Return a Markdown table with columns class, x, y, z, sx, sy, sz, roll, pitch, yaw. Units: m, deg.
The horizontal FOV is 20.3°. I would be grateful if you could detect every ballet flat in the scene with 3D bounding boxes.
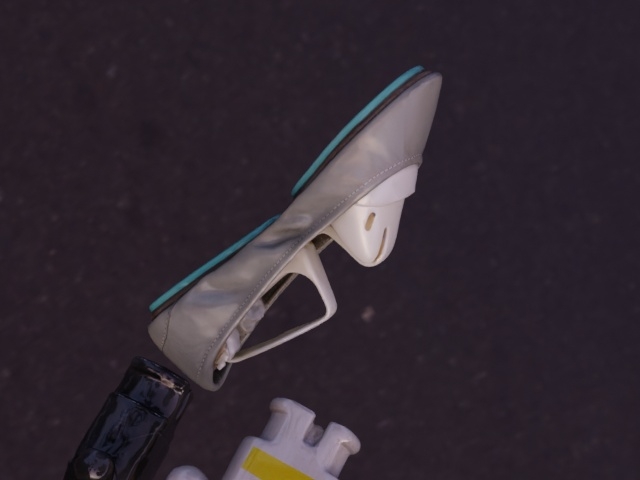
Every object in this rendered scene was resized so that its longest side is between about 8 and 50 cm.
| class | x | y | z | sx | sy | sz | roll | pitch | yaw |
| --- | --- | --- | --- | --- | --- | --- | --- | --- | --- |
| ballet flat | 0.000 | 0.000 | 0.929 | 0.068 | 0.213 | 0.072 | 50 | 19 | 7 |

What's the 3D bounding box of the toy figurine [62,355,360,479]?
| class | x | y | z | sx | sy | sz | roll | pitch | yaw |
| --- | --- | --- | --- | --- | --- | --- | --- | --- | --- |
| toy figurine | -0.035 | 0.177 | 0.950 | 0.213 | 0.209 | 0.148 | 41 | 70 | -38 |
